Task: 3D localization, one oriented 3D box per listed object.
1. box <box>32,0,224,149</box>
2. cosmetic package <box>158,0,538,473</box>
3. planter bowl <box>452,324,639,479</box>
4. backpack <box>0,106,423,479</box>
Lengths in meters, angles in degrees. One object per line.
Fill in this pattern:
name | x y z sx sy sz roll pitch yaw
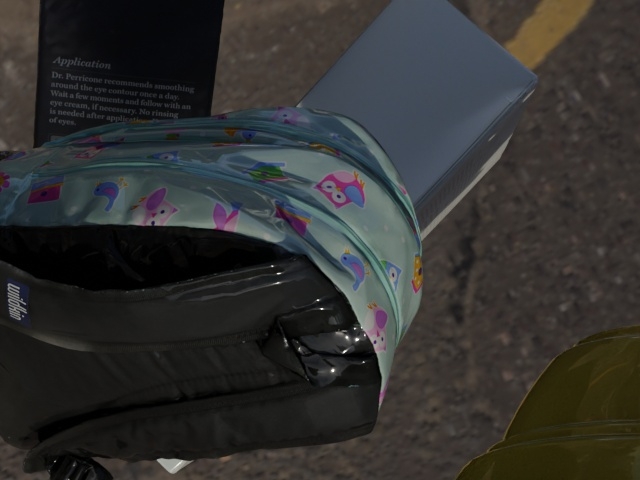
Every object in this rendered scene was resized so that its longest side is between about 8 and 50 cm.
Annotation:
box | -0.100 -0.129 0.755 0.093 0.158 0.156 5 33 -8
cosmetic package | 0.000 0.000 0.915 0.097 0.377 0.284 41 90 5
planter bowl | 0.150 0.089 0.575 0.217 0.217 0.090 17 67 -28
backpack | -0.053 0.017 0.545 0.115 0.182 0.152 -70 146 -42
